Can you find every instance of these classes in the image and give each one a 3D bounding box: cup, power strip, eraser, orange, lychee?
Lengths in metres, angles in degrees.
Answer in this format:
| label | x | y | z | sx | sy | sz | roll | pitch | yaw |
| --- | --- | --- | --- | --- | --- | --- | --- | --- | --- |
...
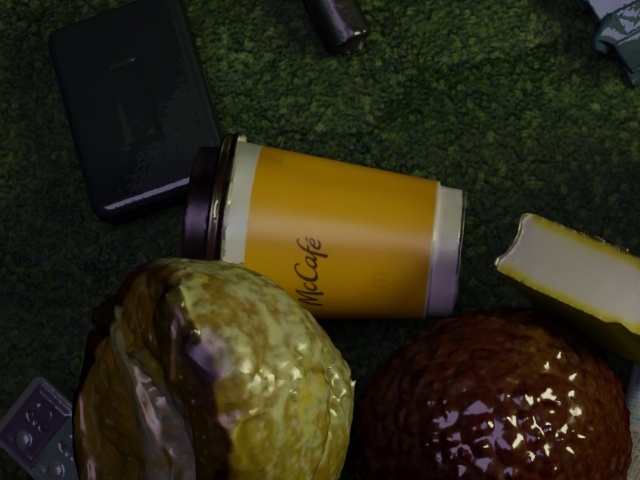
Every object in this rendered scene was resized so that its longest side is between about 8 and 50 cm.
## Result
| label | x | y | z | sx | sy | sz | roll | pitch | yaw |
| --- | --- | --- | --- | --- | --- | --- | --- | --- | --- |
| cup | 0.000 | 0.000 | 1.491 | 0.280 | 0.196 | 0.196 | 7 | 78 | 3 |
| power strip | -0.250 | 0.258 | 1.542 | 0.216 | 0.061 | 0.145 | 41 | 94 | 17 |
| eraser | 0.268 | 0.056 | 1.395 | 0.158 | 0.226 | 0.069 | 24 | 85 | 27 |
| orange | -0.087 | 0.164 | 1.355 | 0.210 | 0.368 | 0.271 | -4 | 64 | -29 |
| lychee | 0.157 | 0.179 | 1.384 | 0.261 | 0.260 | 0.260 | -2 | 77 | 10 |

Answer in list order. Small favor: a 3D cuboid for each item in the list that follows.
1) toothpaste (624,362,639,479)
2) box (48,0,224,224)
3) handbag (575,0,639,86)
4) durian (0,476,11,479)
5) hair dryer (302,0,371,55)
| label | x | y | z | sx | sy | sz | roll | pitch | yaw |
| --- | --- | --- | --- | --- | --- | --- | --- | --- | --- |
| toothpaste | 0.319 | 0.195 | 1.453 | 0.089 | 0.057 | 0.234 | 19 | 74 | 16 |
| box | -0.195 | -0.143 | 1.622 | 0.160 | 0.050 | 0.230 | -19 | 75 | 5 |
| handbag | 0.329 | -0.292 | 1.559 | 0.179 | 0.062 | 0.229 | -30 | 74 | 5 |
| durian | -0.394 | 0.282 | 1.519 | 0.221 | 0.095 | 0.137 | 11 | 91 | 31 |
| hair dryer | 0.016 | -0.355 | 1.618 | 0.244 | 0.116 | 0.302 | -25 | 85 | 4 |
